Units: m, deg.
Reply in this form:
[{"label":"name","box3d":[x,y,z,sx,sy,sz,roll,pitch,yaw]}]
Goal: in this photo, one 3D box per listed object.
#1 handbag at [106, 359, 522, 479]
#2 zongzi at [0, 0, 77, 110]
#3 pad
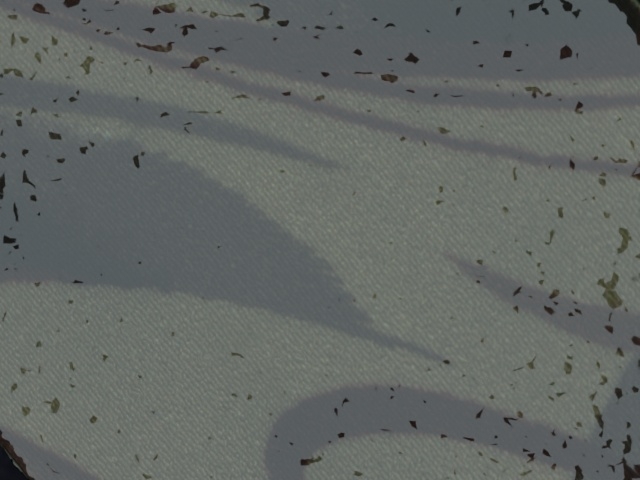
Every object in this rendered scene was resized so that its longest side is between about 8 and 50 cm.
[{"label":"handbag","box3d":[0.012,0.103,0.576,0.205,0.116,0.179,45,111,-8]},{"label":"zongzi","box3d":[-0.094,-0.033,0.517,0.104,0.052,0.113,34,84,-27]},{"label":"pad","box3d":[0.000,0.000,0.486,0.220,0.004,0.330,-38,95,8]}]
